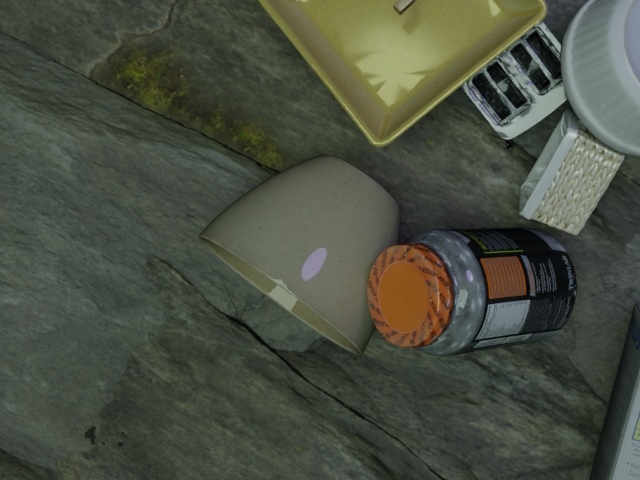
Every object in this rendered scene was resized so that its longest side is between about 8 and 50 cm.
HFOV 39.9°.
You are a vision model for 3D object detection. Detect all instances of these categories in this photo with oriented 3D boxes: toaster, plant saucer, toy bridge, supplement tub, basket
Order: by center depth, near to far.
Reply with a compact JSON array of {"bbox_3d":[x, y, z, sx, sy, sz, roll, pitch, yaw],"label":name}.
[{"bbox_3d":[0.081,-0.430,1.330,0.063,0.026,0.188,-41,83,6],"label":"toy bridge"},{"bbox_3d":[0.122,-0.367,1.377,0.332,0.081,0.333,-39,85,8],"label":"plant saucer"},{"bbox_3d":[0.237,0.077,1.382,0.193,0.316,0.194,1,91,51],"label":"supplement tub"},{"bbox_3d":[0.403,-0.107,1.422,0.103,0.113,0.167,25,119,1],"label":"basket"},{"bbox_3d":[0.320,-0.261,1.427,0.168,0.110,0.186,-37,91,17],"label":"toaster"}]

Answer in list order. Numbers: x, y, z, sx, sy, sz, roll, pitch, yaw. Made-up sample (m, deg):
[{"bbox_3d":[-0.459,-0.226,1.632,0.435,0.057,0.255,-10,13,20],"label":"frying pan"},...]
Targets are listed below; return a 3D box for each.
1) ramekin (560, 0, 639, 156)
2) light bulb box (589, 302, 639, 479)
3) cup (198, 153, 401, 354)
[{"bbox_3d":[0.507,-0.271,1.314,0.272,0.127,0.273,2,81,-13],"label":"ramekin"},{"bbox_3d":[0.642,0.328,1.399,0.357,0.225,0.361,13,102,11],"label":"light bulb box"},{"bbox_3d":[0.000,0.000,1.466,0.331,0.331,0.237,36,80,4],"label":"cup"}]
